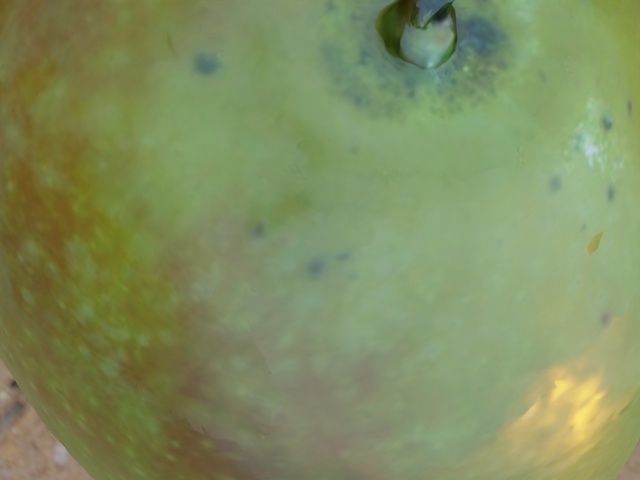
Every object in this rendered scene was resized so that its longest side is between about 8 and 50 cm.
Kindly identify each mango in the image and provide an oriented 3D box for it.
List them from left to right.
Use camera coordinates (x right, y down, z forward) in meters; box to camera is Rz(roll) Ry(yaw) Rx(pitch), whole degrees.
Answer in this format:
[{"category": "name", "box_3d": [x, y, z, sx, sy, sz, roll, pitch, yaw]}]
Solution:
[{"category": "mango", "box_3d": [0.000, 0.000, 0.531, 0.201, 0.225, 0.382, -53, 165, -15]}]
